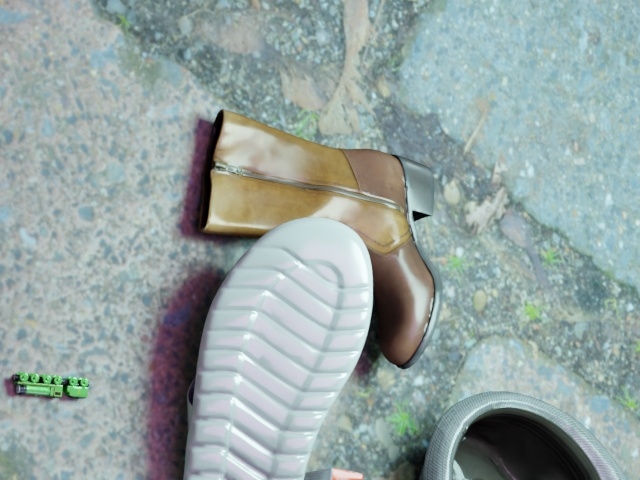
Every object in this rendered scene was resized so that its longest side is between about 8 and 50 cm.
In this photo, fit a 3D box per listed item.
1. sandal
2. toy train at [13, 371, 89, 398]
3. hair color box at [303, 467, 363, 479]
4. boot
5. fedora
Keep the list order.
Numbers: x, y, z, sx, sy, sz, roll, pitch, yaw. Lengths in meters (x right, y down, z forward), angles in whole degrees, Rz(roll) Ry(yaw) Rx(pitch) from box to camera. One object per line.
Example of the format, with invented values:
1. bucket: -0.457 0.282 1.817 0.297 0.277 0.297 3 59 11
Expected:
1. sandal: -0.069 0.170 1.849 0.169 0.102 0.416 21 80 -10
2. toy train: -0.277 0.150 1.768 0.083 0.017 0.023 8 85 -30
3. hair color box: 0.005 0.322 1.866 0.043 0.072 0.141 15 72 -28
4. boot: 0.000 0.000 1.928 0.280 0.096 0.264 12 72 -28
5. fedora: 0.217 0.307 1.967 0.275 0.124 0.243 37 59 -9
